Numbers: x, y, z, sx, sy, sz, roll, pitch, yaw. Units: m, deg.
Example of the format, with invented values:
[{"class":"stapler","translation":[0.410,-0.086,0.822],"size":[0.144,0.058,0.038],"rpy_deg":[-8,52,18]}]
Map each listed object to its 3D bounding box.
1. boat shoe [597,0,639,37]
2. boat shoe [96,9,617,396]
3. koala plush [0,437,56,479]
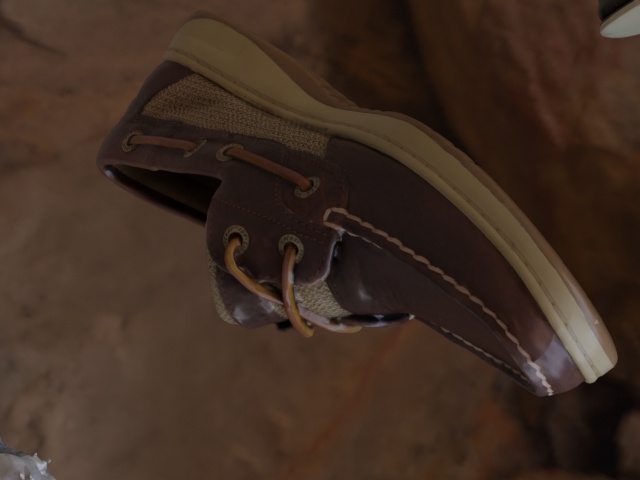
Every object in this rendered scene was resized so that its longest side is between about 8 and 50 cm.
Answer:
[{"class":"boat shoe","translation":[0.169,-0.130,0.847],"size":[0.049,0.042,0.133],"rpy_deg":[-5,159,-43]},{"class":"boat shoe","translation":[0.000,0.000,0.959],"size":[0.123,0.342,0.123],"rpy_deg":[-45,137,-9]},{"class":"koala plush","translation":[-0.173,0.155,0.724],"size":[0.203,0.196,0.221],"rpy_deg":[25,87,-27]}]
